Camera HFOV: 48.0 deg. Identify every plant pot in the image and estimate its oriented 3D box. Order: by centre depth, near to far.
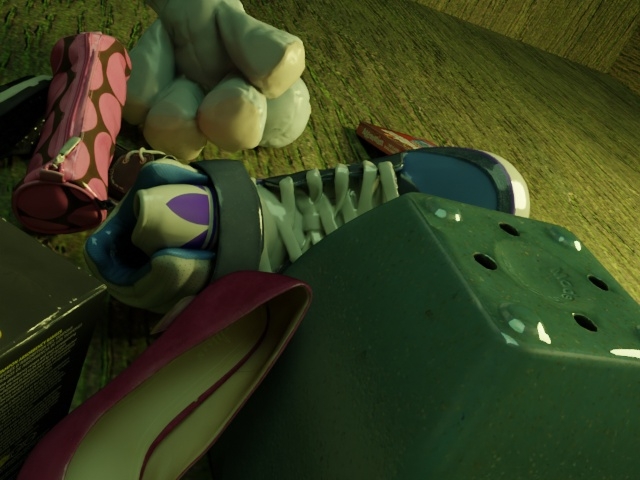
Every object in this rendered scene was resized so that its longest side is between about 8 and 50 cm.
[{"bbox_3d":[0.089,0.116,0.487,0.247,0.252,0.247,11,32,-26],"label":"plant pot"}]

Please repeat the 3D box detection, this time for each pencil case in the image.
[{"bbox_3d":[-0.233,-0.111,0.692,0.095,0.098,0.209,-2,57,-3],"label":"pencil case"}]

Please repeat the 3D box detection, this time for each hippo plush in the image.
[{"bbox_3d":[-0.140,-0.214,0.965,0.294,0.234,0.236,52,5,16],"label":"hippo plush"}]

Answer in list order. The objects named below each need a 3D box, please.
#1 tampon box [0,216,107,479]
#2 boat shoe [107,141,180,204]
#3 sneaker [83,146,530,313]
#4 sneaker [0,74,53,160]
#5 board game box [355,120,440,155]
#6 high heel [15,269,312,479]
[{"bbox_3d":[-0.215,0.074,0.404,0.121,0.161,0.101,30,29,9],"label":"tampon box"},{"bbox_3d":[-0.177,-0.065,0.760,0.233,0.079,0.084,32,30,14],"label":"boat shoe"},{"bbox_3d":[-0.024,-0.006,0.555,0.236,0.323,0.130,10,70,-59],"label":"sneaker"},{"bbox_3d":[-0.349,-0.127,0.717,0.097,0.084,0.234,25,28,3],"label":"sneaker"},{"bbox_3d":[0.174,-0.126,1.132,0.145,0.027,0.281,10,19,-26],"label":"board game box"},{"bbox_3d":[-0.091,0.116,0.415,0.082,0.117,0.244,52,49,-20],"label":"high heel"}]
